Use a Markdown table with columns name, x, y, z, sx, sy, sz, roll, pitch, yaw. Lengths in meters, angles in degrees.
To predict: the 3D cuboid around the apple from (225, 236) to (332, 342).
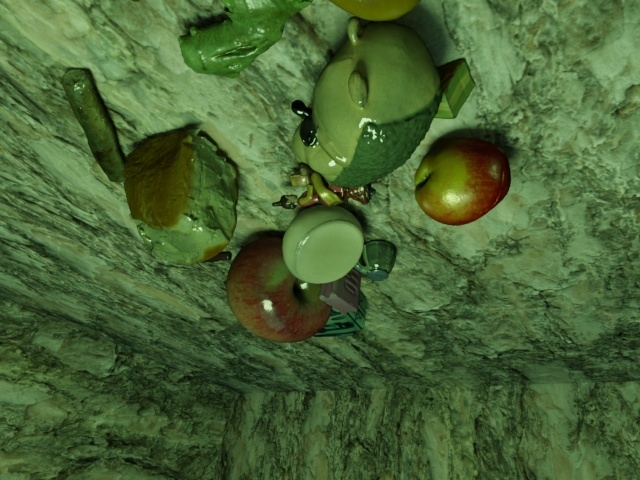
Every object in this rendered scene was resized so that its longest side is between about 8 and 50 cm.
| name | x | y | z | sx | sy | sz | roll | pitch | yaw |
| --- | --- | --- | --- | --- | --- | --- | --- | --- | --- |
| apple | -0.136 | 0.156 | 1.331 | 0.269 | 0.345 | 0.344 | -12 | 143 | 44 |

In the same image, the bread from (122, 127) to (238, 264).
| name | x | y | z | sx | sy | sz | roll | pitch | yaw |
| --- | --- | --- | --- | --- | --- | --- | --- | --- | --- |
| bread | -0.336 | -0.091 | 1.039 | 0.250 | 0.279 | 0.225 | -9 | 157 | 26 |

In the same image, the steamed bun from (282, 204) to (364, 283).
| name | x | y | z | sx | sy | sz | roll | pitch | yaw |
| --- | --- | --- | --- | --- | --- | --- | --- | --- | --- |
| steamed bun | 0.000 | 0.000 | 1.186 | 0.231 | 0.145 | 0.232 | -14 | 129 | -17 |

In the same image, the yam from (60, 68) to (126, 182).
| name | x | y | z | sx | sy | sz | roll | pitch | yaw |
| --- | --- | --- | --- | --- | --- | --- | --- | --- | --- |
| yam | -0.518 | -0.252 | 1.003 | 0.067 | 0.071 | 0.317 | -24 | 153 | -20 |

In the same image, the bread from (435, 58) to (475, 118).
| name | x | y | z | sx | sy | sz | roll | pitch | yaw |
| --- | --- | --- | --- | --- | --- | --- | --- | --- | --- |
| bread | 0.211 | -0.293 | 0.835 | 0.139 | 0.084 | 0.074 | 20 | 164 | 46 |

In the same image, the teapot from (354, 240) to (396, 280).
| name | x | y | z | sx | sy | sz | roll | pitch | yaw |
| --- | --- | --- | --- | --- | --- | --- | --- | --- | --- |
| teapot | 0.167 | 0.060 | 1.300 | 0.111 | 0.108 | 0.149 | -15 | 141 | 28 |

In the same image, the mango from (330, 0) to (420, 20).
| name | x | y | z | sx | sy | sz | roll | pitch | yaw |
| --- | --- | --- | --- | --- | --- | --- | --- | --- | --- |
| mango | 0.048 | -0.392 | 0.607 | 0.227 | 0.136 | 0.099 | 7 | -174 | -12 |

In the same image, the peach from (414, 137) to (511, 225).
| name | x | y | z | sx | sy | sz | roll | pitch | yaw |
| --- | --- | --- | --- | --- | --- | --- | --- | --- | --- |
| peach | 0.305 | -0.123 | 0.924 | 0.192 | 0.190 | 0.190 | 10 | 147 | -4 |

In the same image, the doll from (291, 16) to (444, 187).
| name | x | y | z | sx | sy | sz | roll | pitch | yaw |
| --- | --- | --- | --- | --- | --- | --- | --- | --- | --- |
| doll | 0.069 | -0.221 | 0.790 | 0.247 | 0.248 | 0.349 | 10 | 163 | -4 |

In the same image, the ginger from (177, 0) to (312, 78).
| name | x | y | z | sx | sy | sz | roll | pitch | yaw |
| --- | --- | --- | --- | --- | --- | --- | --- | --- | --- |
| ginger | -0.136 | -0.374 | 0.723 | 0.137 | 0.089 | 0.290 | 9 | 157 | -37 |

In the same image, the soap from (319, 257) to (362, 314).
| name | x | y | z | sx | sy | sz | roll | pitch | yaw |
| --- | --- | --- | --- | --- | --- | --- | --- | --- | --- |
| soap | 0.068 | 0.109 | 1.309 | 0.065 | 0.203 | 0.122 | -21 | 136 | 37 |

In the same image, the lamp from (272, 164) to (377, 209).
| name | x | y | z | sx | sy | sz | roll | pitch | yaw |
| --- | --- | --- | --- | --- | --- | --- | --- | --- | --- |
| lamp | 0.004 | -0.134 | 1.041 | 0.253 | 0.118 | 0.118 | -1 | 146 | 19 |

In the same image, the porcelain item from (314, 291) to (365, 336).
| name | x | y | z | sx | sy | sz | roll | pitch | yaw |
| --- | --- | --- | --- | --- | --- | --- | --- | --- | --- |
| porcelain item | 0.010 | 0.248 | 1.583 | 0.281 | 0.157 | 0.286 | -8 | 145 | 21 |

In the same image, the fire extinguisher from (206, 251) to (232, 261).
| name | x | y | z | sx | sy | sz | roll | pitch | yaw |
| --- | --- | --- | --- | --- | --- | --- | --- | --- | --- |
| fire extinguisher | -0.386 | 0.062 | 1.496 | 0.173 | 0.035 | 0.049 | -4 | -176 | 18 |
